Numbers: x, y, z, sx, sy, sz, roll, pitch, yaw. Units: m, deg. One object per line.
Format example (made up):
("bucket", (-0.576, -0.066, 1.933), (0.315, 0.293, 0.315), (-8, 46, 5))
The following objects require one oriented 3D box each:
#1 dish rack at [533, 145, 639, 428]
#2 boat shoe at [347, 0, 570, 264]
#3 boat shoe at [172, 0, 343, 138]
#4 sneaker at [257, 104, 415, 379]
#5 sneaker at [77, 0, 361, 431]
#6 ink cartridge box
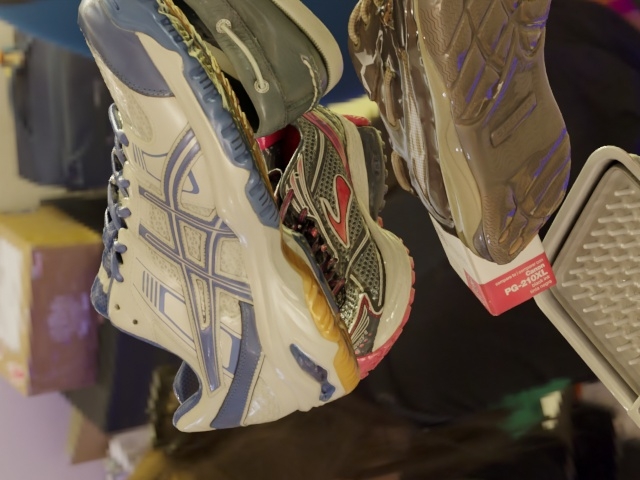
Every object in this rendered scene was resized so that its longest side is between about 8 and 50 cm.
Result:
("dish rack", (0.426, 0.067, 1.840), (0.333, 0.072, 0.285), (52, 139, 31))
("boat shoe", (0.076, -0.133, 0.972), (0.130, 0.132, 0.355), (24, 142, 34))
("boat shoe", (-0.131, -0.200, 1.121), (0.319, 0.099, 0.116), (39, 149, 2))
("sneaker", (0.000, 0.000, 1.322), (0.121, 0.112, 0.299), (-46, 41, 36))
("sneaker", (-0.084, -0.006, 0.825), (0.112, 0.131, 0.296), (-103, -10, -64))
("ink cartridge box", (0.197, -0.050, 1.865), (0.237, 0.100, 0.172), (64, 177, -27))
